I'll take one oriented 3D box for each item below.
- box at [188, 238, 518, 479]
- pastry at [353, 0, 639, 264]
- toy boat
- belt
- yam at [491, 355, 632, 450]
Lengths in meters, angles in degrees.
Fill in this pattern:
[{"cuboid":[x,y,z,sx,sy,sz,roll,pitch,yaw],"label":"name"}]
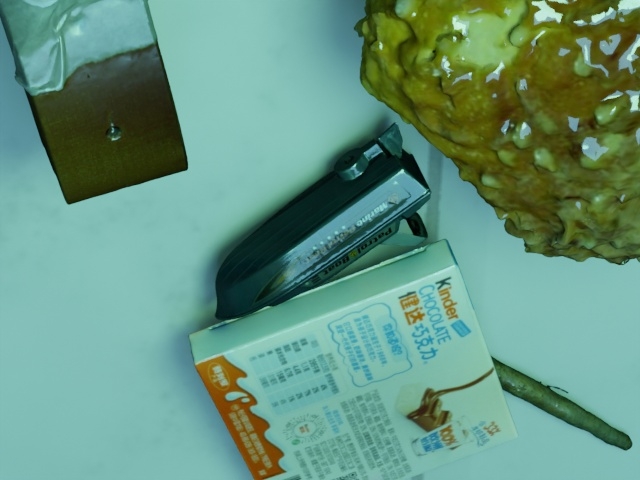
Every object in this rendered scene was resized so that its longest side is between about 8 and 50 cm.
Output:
[{"cuboid":[0.038,0.144,1.919,0.265,0.048,0.273,-20,133,2],"label":"box"},{"cuboid":[0.242,-0.176,1.658,0.337,0.292,0.405,-34,118,28],"label":"pastry"},{"cuboid":[0.000,0.000,1.825,0.246,0.093,0.103,-36,116,8],"label":"toy boat"},{"cuboid":[-0.204,-0.192,1.577,0.122,0.217,0.338,-17,122,-5],"label":"belt"},{"cuboid":[0.240,0.165,2.032,0.234,0.027,0.029,29,84,-29],"label":"yam"}]
